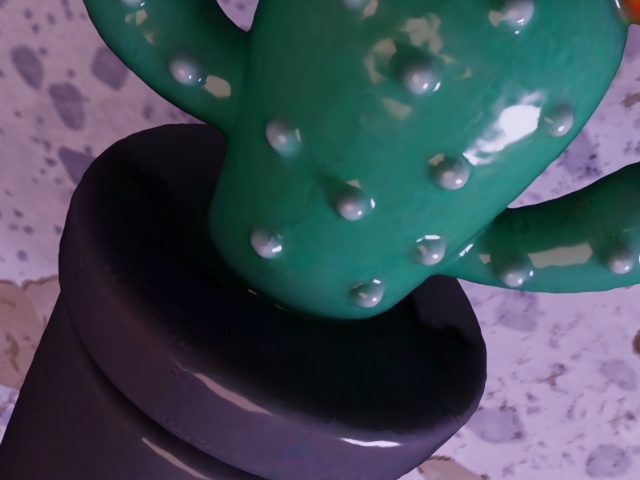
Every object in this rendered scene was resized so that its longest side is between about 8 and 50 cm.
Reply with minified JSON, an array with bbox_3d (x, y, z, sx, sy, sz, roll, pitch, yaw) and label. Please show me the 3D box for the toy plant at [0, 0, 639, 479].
[{"bbox_3d":[-0.010,-0.009,0.517,0.279,0.185,0.400,45,125,17],"label":"toy plant"}]
